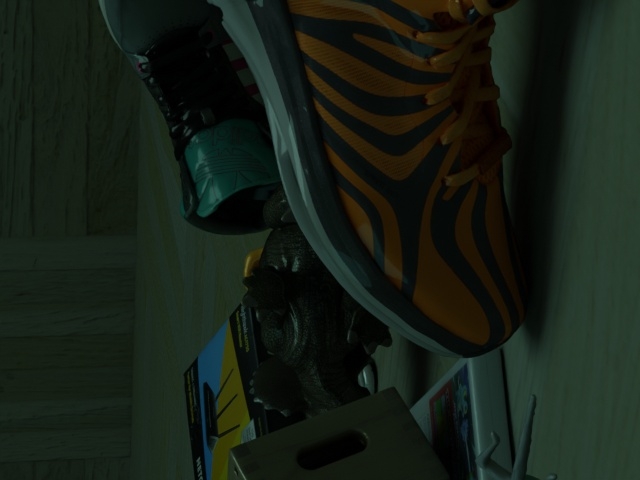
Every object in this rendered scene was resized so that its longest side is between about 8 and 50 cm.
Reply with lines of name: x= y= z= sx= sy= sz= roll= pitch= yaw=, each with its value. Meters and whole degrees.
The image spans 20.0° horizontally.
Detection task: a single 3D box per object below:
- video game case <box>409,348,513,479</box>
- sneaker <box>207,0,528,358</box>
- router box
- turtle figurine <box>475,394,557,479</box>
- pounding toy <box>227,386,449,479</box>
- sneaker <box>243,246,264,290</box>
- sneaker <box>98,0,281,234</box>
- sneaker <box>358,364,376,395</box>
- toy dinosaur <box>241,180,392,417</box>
video game case: x=0.086 y=0.183 z=1.093 sx=0.183 sy=0.023 sz=0.201 roll=119 pitch=149 yaw=-69
sneaker: x=0.064 y=-0.088 z=0.904 sx=0.321 sy=0.180 sz=0.124 roll=60 pitch=-143 yaw=-19
router box: x=-0.075 y=0.162 z=1.732 sx=0.133 sy=0.046 sz=0.179 roll=-51 pitch=34 yaw=34
turtle figurine: x=0.120 y=0.176 z=0.674 sx=0.175 sy=0.118 sz=0.234 roll=-82 pitch=-16 yaw=-51
pounding toy: x=0.014 y=0.153 z=1.103 sx=0.100 sy=0.141 sz=0.130 roll=58 pitch=157 yaw=33
sneaker: x=-0.003 y=0.028 z=1.380 sx=0.215 sy=0.083 sz=0.084 roll=159 pitch=111 yaw=-77
sneaker: x=-0.098 y=-0.110 z=1.586 sx=0.295 sy=0.124 sz=0.178 roll=56 pitch=-171 yaw=-42
sneaker: x=0.016 y=0.139 z=1.396 sx=0.040 sy=0.044 sz=0.109 roll=-114 pitch=23 yaw=-59
toy dinosaur: x=0.000 y=0.000 z=1.210 sx=0.160 sy=0.121 sz=0.313 roll=151 pitch=122 yaw=-80
